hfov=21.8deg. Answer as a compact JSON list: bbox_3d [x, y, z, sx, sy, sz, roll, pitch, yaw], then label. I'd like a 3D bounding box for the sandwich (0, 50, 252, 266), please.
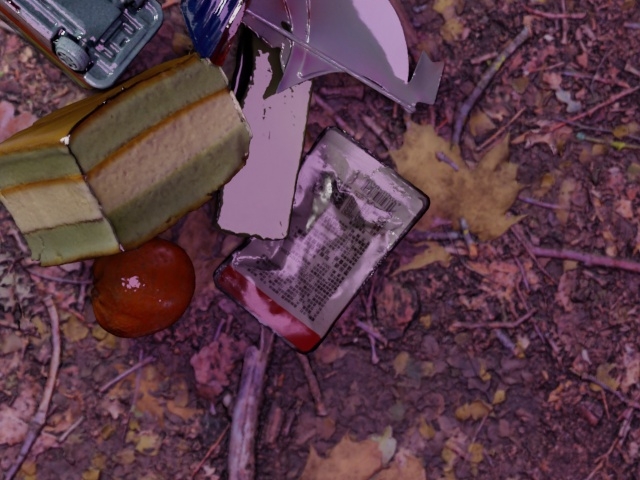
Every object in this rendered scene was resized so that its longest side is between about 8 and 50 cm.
[{"bbox_3d":[-0.225,-0.089,1.823,0.227,0.198,0.155,-36,107,-38],"label":"sandwich"}]

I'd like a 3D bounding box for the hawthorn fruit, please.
[{"bbox_3d":[-0.200,0.052,1.867,0.128,0.128,0.128,-1,96,-11],"label":"hawthorn fruit"}]

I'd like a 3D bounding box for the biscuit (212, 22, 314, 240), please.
[{"bbox_3d":[-0.060,-0.162,1.903,0.099,0.038,0.322,8,88,-14],"label":"biscuit"}]

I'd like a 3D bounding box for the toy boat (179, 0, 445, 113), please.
[{"bbox_3d":[0.002,-0.268,1.867,0.318,0.072,0.219,7,90,-16],"label":"toy boat"}]

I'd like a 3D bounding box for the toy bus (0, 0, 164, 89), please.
[{"bbox_3d":[-0.308,-0.280,1.804,0.265,0.120,0.121,40,73,-11],"label":"toy bus"}]

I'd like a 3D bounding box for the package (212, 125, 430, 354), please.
[{"bbox_3d":[0.000,0.000,1.941,0.154,0.030,0.239,38,87,-5],"label":"package"}]
